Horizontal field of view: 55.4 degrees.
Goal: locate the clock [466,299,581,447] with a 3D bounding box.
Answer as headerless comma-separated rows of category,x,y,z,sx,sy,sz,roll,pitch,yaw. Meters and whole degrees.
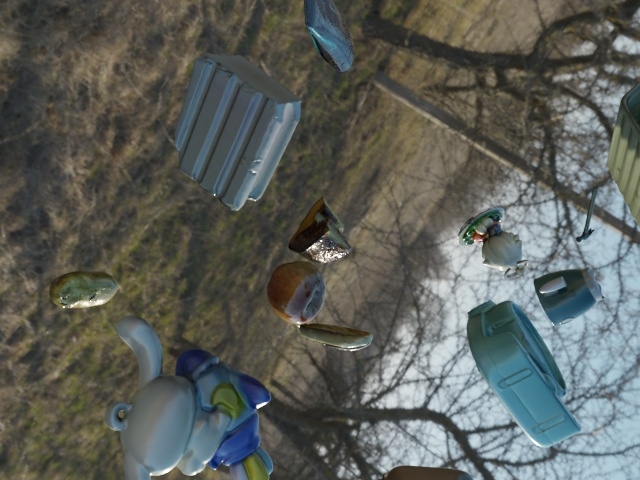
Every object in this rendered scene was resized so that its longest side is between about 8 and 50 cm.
clock,0.351,0.207,1.085,0.094,0.223,0.274,-33,-165,20

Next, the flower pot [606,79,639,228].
flower pot,0.536,-0.134,0.848,0.189,0.239,0.209,55,48,-59

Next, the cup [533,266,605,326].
cup,0.791,0.167,1.927,0.173,0.167,0.300,-26,150,25

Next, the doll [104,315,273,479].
doll,-0.255,0.357,1.218,0.366,0.187,0.376,13,85,-38

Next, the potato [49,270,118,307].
potato,-0.554,0.115,1.428,0.107,0.080,0.170,-23,170,20

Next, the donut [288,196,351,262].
donut,0.000,0.000,1.648,0.151,0.112,0.295,-48,-167,12

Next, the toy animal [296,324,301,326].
toy animal,-0.042,0.192,1.746,0.070,0.083,0.159,-16,137,-26

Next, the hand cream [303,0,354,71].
hand cream,0.009,-0.375,1.048,0.270,0.061,0.120,16,71,-77

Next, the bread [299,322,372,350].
bread,0.035,0.249,1.565,0.073,0.214,0.053,-4,97,-54

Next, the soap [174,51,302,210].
soap,-0.296,-0.373,2.100,0.213,0.350,0.435,-38,159,-59

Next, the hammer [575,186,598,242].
hammer,0.807,-0.080,1.820,0.062,0.017,0.182,-20,127,-25

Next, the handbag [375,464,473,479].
handbag,0.238,0.638,1.467,0.302,0.283,0.149,66,29,-58

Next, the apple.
apple,-0.051,0.104,1.222,0.126,0.102,0.126,-37,139,-41

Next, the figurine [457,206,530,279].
figurine,0.396,0.017,1.358,0.132,0.153,0.132,-25,151,-15
